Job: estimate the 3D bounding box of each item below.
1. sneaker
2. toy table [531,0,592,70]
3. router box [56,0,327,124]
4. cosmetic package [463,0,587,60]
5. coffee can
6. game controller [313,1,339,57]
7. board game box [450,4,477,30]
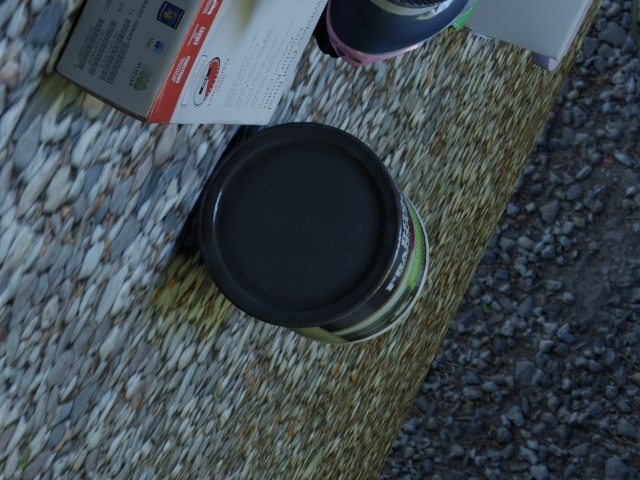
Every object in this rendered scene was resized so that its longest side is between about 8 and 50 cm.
[{"bbox_3d":[0.117,-0.244,1.385,0.319,0.112,0.131,-36,171,-32],"label":"sneaker"},{"bbox_3d":[0.275,-0.368,2.297,0.252,0.161,0.274,-38,153,-62],"label":"toy table"},{"bbox_3d":[-0.045,-0.255,1.382,0.335,0.082,0.301,-64,168,10],"label":"router box"},{"bbox_3d":[0.224,-0.364,1.891,0.365,0.197,0.155,110,2,-66],"label":"cosmetic package"},{"bbox_3d":[0.000,0.000,1.873,0.202,0.201,0.275,-61,169,-2],"label":"coffee can"},{"bbox_3d":[0.076,-0.332,1.764,0.319,0.067,0.166,-66,168,23],"label":"game controller"},{"bbox_3d":[0.122,-0.308,1.472,0.213,0.046,0.317,-53,161,3],"label":"board game box"}]
